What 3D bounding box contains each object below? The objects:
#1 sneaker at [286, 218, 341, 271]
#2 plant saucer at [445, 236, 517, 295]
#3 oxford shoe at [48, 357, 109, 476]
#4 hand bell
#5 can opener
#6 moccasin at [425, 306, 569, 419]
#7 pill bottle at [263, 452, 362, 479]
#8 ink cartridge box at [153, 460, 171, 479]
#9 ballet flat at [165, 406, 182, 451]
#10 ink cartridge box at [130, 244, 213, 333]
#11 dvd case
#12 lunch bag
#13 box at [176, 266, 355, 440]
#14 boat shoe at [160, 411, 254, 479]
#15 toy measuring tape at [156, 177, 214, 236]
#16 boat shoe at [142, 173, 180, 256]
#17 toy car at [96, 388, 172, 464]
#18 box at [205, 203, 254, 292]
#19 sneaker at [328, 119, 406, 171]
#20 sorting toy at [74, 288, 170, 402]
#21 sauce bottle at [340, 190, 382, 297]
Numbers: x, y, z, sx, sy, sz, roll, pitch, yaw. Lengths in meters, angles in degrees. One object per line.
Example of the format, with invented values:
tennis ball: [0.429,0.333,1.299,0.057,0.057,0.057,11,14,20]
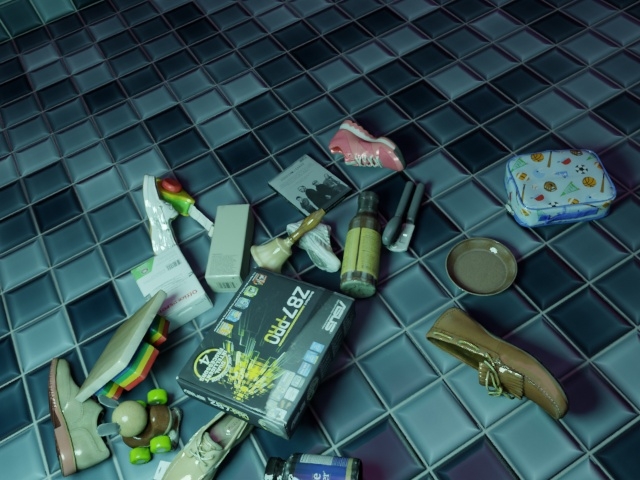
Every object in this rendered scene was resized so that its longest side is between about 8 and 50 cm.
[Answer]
sneaker: [0.000,0.000,1.748,0.115,0.090,0.232,-33,57,-19]
plant saucer: [0.460,0.080,1.642,0.198,0.036,0.199,-5,54,7]
oxford shoe: [-0.653,0.457,1.532,0.130,0.123,0.348,-8,48,-29]
hand bell: [-0.076,-0.010,1.683,0.242,0.126,0.126,-40,53,14]
can opener: [0.264,-0.081,1.764,0.074,0.093,0.280,12,53,19]
moccasin: [0.429,0.313,1.414,0.147,0.139,0.380,-42,58,-18]
pill bottle: [-0.016,0.560,1.322,0.219,0.123,0.123,1,55,10]
ink cartridge box: [-0.366,0.583,1.422,0.083,0.028,0.048,8,55,14]
ballet flat: [-0.388,0.489,1.488,0.041,0.041,0.114,-3,54,8]
ink cartridge box: [-0.445,0.145,1.712,0.160,0.093,0.219,-31,56,-11]
dvd case: [-0.037,-0.179,1.918,0.179,0.030,0.238,-38,57,-17]
lunch bag: [0.710,-0.153,1.723,0.303,0.115,0.243,-8,56,3]
box: [-0.129,0.273,1.479,0.318,0.097,0.395,18,52,21]
boat shoe: [-0.277,0.509,1.394,0.109,0.098,0.302,36,59,21]
toy measuring tape: [-0.475,-0.114,1.888,0.121,0.121,0.330,-39,57,-18]
boat shoe: [-0.502,-0.081,1.828,0.096,0.098,0.277,-11,94,-4]
toy car: [-0.479,0.452,1.419,0.149,0.188,0.155,-32,52,19]
box: [-0.277,0.021,1.774,0.113,0.094,0.275,-2,54,8]
sneaker: [0.154,-0.289,1.933,0.136,0.116,0.314,-47,53,-11]
sorting toy: [-0.502,0.296,1.520,0.257,0.089,0.255,-38,22,34]
sauce bottle: [0.131,0.004,1.707,0.111,0.111,0.344,4,55,12]
